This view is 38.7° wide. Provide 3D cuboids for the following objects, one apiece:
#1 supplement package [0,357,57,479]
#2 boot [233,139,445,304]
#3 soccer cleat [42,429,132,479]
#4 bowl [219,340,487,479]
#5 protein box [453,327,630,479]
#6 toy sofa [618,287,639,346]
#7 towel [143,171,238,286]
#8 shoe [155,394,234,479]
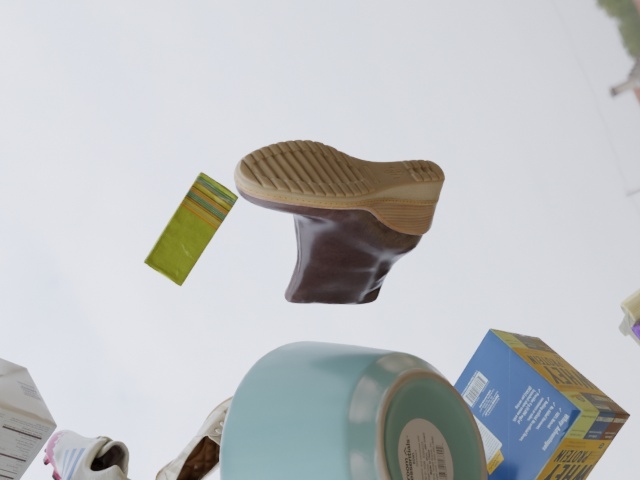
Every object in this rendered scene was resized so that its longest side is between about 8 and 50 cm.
[{"bbox_3d":[-0.621,0.336,1.529,0.198,0.262,0.199,33,-177,-40],"label":"supplement package"},{"bbox_3d":[0.000,0.000,0.957,0.249,0.206,0.090,1,-135,-31],"label":"boot"},{"bbox_3d":[-0.393,0.392,1.588,0.116,0.143,0.331,46,174,-23],"label":"soccer cleat"},{"bbox_3d":[0.063,0.240,0.978,0.312,0.163,0.311,24,-125,-39],"label":"bowl"},{"bbox_3d":[0.310,0.276,1.382,0.136,0.199,0.201,14,-158,-42],"label":"protein box"},{"bbox_3d":[0.512,0.170,1.019,0.362,0.150,0.177,52,180,20],"label":"toy sofa"},{"bbox_3d":[-0.280,-0.024,1.966,0.102,0.237,0.021,33,-175,3],"label":"towel"},{"bbox_3d":[-0.172,0.331,1.429,0.076,0.219,0.058,43,-177,-18],"label":"shoe"}]
